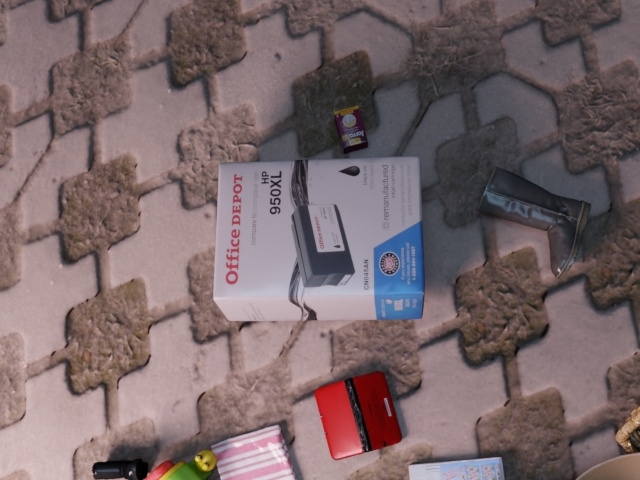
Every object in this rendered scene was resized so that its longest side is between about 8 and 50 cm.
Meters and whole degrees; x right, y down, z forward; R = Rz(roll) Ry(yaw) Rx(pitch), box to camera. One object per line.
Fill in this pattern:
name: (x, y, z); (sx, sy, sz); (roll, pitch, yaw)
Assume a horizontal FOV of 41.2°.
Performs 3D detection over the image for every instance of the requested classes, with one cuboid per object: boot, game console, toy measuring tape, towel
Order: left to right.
boot: (-0.388, 0.440, 1.631); (0.099, 0.121, 0.045); (1, 76, -1)
toy measuring tape: (-0.323, 0.521, 1.609); (0.330, 0.121, 0.121); (-45, 78, -5)
towel: (-0.119, 0.469, 1.646); (0.144, 0.029, 0.197); (-18, 77, 0)
game console: (0.074, 0.342, 1.665); (0.124, 0.085, 0.144); (-9, 76, -29)
boot: (0.412, -0.037, 1.687); (0.208, 0.076, 0.190); (21, 66, 2)

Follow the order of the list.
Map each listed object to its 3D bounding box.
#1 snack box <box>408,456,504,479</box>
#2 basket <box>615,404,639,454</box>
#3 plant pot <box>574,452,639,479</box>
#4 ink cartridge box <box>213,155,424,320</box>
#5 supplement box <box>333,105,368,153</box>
snack box: (0.259, 0.452, 1.622); (0.178, 0.022, 0.064); (-6, 77, 4)
basket: (0.722, 0.361, 1.505); (0.299, 0.213, 0.223); (40, 83, 12)
plant pot: (0.574, 0.538, 1.476); (0.284, 0.284, 0.191); (-31, 113, -2)
ink cartridge box: (0.000, 0.000, 1.653); (0.394, 0.166, 0.286); (-2, 70, 5)
supplement box: (0.063, -0.230, 1.772); (0.054, 0.043, 0.083); (-15, 78, 0)
